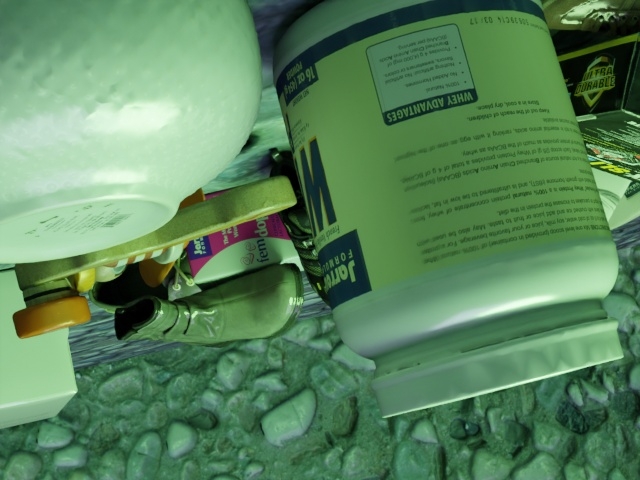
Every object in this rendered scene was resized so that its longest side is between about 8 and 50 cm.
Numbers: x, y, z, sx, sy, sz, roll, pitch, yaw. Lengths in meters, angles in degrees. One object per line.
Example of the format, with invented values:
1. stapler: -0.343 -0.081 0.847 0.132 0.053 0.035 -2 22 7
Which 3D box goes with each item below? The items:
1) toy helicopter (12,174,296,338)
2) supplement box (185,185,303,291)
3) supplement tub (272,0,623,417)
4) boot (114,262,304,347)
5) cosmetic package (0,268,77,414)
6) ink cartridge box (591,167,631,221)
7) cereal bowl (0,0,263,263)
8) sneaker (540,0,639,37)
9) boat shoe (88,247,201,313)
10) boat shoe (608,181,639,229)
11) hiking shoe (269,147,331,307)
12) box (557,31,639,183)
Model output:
1. toy helicopter: -0.181 -0.003 1.176 0.355 0.140 0.235 -17 176 23
2. supplement box: -0.066 -0.013 1.348 0.220 0.111 0.114 -15 170 -1
3. supplement tub: 0.106 -0.036 0.851 0.235 0.324 0.235 -14 170 -3
4. boot: -0.145 0.090 1.286 0.161 0.083 0.246 5 158 -40
5. cosmetic package: -0.479 0.176 1.578 0.155 0.196 0.365 -10 167 -20
6. ink cartridge box: 0.259 -0.030 1.240 0.283 0.117 0.207 -56 -179 -16
7. cereal bowl: -0.200 -0.072 0.766 0.339 0.141 0.339 -14 169 -3
8. sneaker: 0.282 -0.205 0.895 0.188 0.071 0.066 -15 170 3
9. boat shoe: -0.208 0.049 1.501 0.305 0.109 0.091 -16 175 33
10. boat shoe: 0.587 -0.128 1.686 0.158 0.127 0.340 -26 179 -34
11. hiking shoe: 0.000 0.000 1.195 0.086 0.227 0.114 -35 166 4
12. box: 0.370 -0.105 1.032 0.322 0.079 0.257 16 178 -16
